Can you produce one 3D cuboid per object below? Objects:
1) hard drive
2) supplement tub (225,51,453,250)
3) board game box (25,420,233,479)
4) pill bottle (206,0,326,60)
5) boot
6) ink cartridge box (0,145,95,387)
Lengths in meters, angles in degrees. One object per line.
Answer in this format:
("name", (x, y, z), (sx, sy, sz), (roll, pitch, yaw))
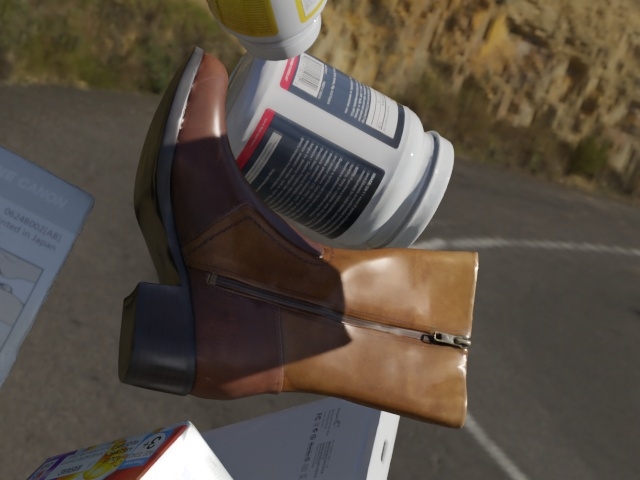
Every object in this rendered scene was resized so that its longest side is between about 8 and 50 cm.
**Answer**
("hard drive", (-0.056, 0.285, 1.424), (0.040, 0.307, 0.203), (55, 31, -26))
("supplement tub", (0.005, -0.111, 1.443), (0.272, 0.191, 0.191), (27, 7, -15))
("board game box", (-0.141, 0.233, 0.541), (0.142, 0.144, 0.275), (-21, 18, 43))
("pill bottle", (-0.047, -0.221, 0.925), (0.103, 0.103, 0.184), (22, -19, 16))
("boot", (0.000, 0.000, 0.902), (0.280, 0.264, 0.096), (8, -18, -19))
("ink cartridge box", (-0.391, 0.068, 0.865), (0.308, 0.385, 0.091), (29, -8, -18))
